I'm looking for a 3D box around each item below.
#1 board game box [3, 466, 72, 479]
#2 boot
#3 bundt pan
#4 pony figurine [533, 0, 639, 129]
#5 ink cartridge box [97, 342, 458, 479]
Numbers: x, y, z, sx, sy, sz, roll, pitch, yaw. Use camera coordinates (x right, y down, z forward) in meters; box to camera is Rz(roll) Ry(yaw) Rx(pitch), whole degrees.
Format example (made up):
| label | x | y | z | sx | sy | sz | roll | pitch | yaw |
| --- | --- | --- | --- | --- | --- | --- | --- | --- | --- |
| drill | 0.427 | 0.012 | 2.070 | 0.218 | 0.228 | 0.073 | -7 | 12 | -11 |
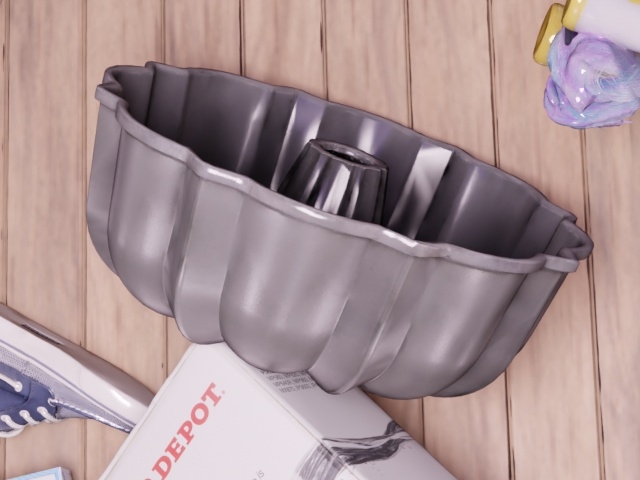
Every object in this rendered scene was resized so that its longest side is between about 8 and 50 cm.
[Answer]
| label | x | y | z | sx | sy | sz | roll | pitch | yaw |
| --- | --- | --- | --- | --- | --- | --- | --- | --- | --- |
| board game box | -0.215 | 0.247 | 1.111 | 0.103 | 0.026 | 0.154 | -14 | 74 | 6 |
| boot | -0.205 | 0.113 | 1.146 | 0.190 | 0.069 | 0.086 | 28 | 92 | 21 |
| bundt pan | 0.000 | 0.000 | 1.013 | 0.331 | 0.331 | 0.124 | 22 | 105 | 13 |
| pony figurine | 0.321 | -0.095 | 0.981 | 0.364 | 0.302 | 0.351 | 20 | 45 | 0 |
| ink cartridge box | -0.006 | 0.212 | 0.995 | 0.273 | 0.114 | 0.197 | 42 | 109 | 22 |
